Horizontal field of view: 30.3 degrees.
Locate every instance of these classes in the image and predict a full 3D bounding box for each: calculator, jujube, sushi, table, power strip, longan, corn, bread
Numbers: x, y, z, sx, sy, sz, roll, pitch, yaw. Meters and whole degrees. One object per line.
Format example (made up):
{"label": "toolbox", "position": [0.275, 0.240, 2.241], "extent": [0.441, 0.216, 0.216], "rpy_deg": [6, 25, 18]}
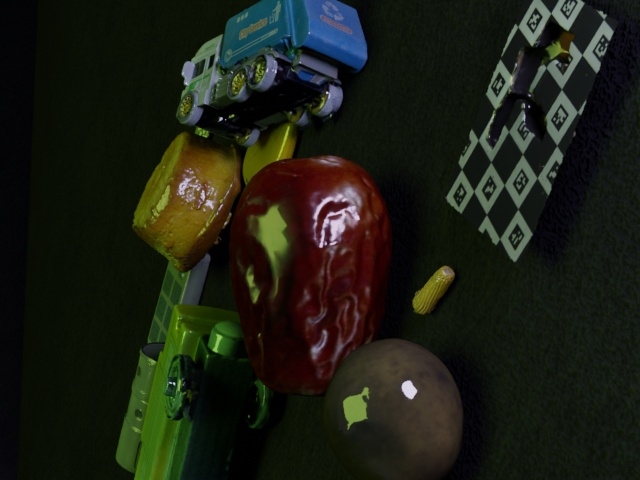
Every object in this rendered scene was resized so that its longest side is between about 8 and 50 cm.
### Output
{"label": "calculator", "position": [-0.087, -0.146, 2.000], "extent": [0.235, 0.032, 0.146], "rpy_deg": [-66, 28, 24]}
{"label": "jujube", "position": [-0.015, 0.045, 1.586], "extent": [0.223, 0.223, 0.318], "rpy_deg": [-170, 80, -65]}
{"label": "sushi", "position": [0.239, -0.132, 1.293], "extent": [0.192, 0.043, 0.279], "rpy_deg": [51, 127, 58]}
{"label": "table", "position": [-0.292, 0.309, 2.170], "extent": [0.126, 0.126, 0.220], "rpy_deg": [41, 120, 61]}
{"label": "power strip", "position": [-0.274, 0.115, 2.293], "extent": [0.118, 0.046, 0.270], "rpy_deg": [45, 122, 60]}
{"label": "longan", "position": [0.086, 0.205, 1.380], "extent": [0.187, 0.167, 0.167], "rpy_deg": [61, 140, 22]}
{"label": "corn", "position": [0.138, 0.063, 1.460], "extent": [0.083, 0.027, 0.028], "rpy_deg": [-56, 32, 38]}
{"label": "bread", "position": [-0.238, -0.079, 2.142], "extent": [0.268, 0.145, 0.268], "rpy_deg": [-52, 22, 31]}

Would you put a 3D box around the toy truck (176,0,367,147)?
{"label": "toy truck", "position": [-0.080, -0.268, 1.864], "extent": [0.367, 0.146, 0.175], "rpy_deg": [-15, 61, 50]}

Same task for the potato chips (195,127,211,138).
{"label": "potato chips", "position": [-0.241, -0.204, 2.350], "extent": [0.092, 0.028, 0.207], "rpy_deg": [45, 123, 58]}

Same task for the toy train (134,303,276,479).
{"label": "toy train", "position": [-0.204, 0.315, 1.943], "extent": [0.272, 0.179, 0.442], "rpy_deg": [-130, 52, -66]}
